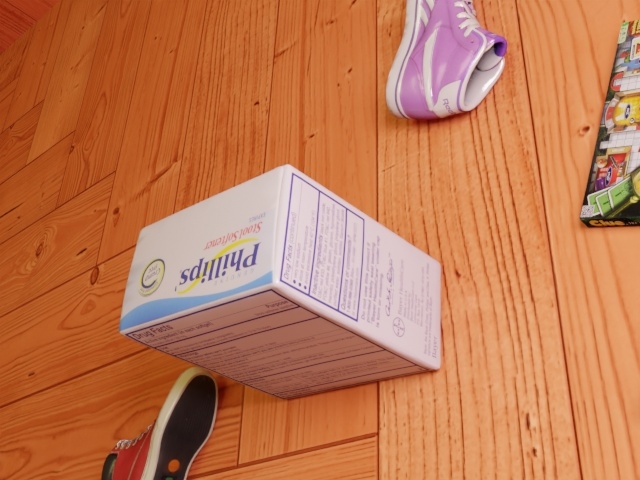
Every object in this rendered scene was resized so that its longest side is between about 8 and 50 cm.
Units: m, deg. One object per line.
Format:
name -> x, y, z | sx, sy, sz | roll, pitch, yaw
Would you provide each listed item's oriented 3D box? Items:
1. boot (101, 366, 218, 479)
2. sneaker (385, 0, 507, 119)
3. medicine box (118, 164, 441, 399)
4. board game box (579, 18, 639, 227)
boot -> -0.255, 0.295, 1.199 | 0.176, 0.088, 0.244 | 11, 78, 51
sneaker -> 0.201, -0.302, 1.101 | 0.161, 0.102, 0.282 | 4, 79, 44
medicine box -> -0.041, 0.069, 0.951 | 0.263, 0.289, 0.149 | -19, 53, 38
board game box -> 0.373, -0.137, 0.856 | 0.136, 0.030, 0.259 | 0, 66, 44
